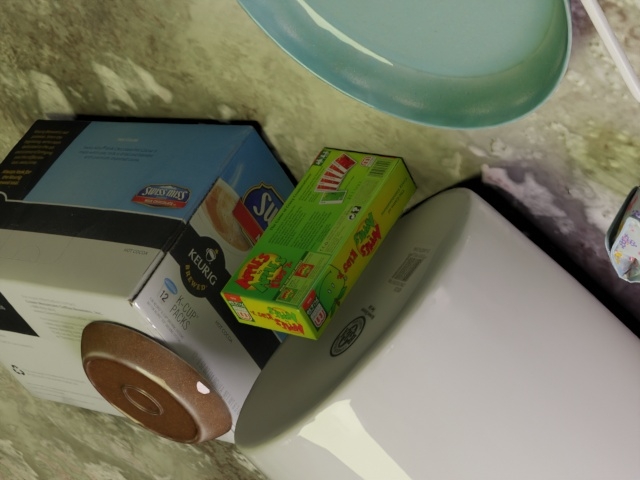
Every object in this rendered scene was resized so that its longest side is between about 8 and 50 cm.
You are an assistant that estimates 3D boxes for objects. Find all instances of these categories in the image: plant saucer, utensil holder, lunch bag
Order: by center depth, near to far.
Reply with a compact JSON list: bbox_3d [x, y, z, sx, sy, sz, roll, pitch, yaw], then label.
[{"bbox_3d":[0.048,-0.209,1.119,0.317,0.044,0.318,26,151,15],"label":"plant saucer"},{"bbox_3d":[0.256,-0.014,1.170,0.053,0.071,0.083,28,153,9],"label":"lunch bag"},{"bbox_3d":[0.161,0.192,1.331,0.385,0.328,0.327,42,152,-11],"label":"utensil holder"},{"bbox_3d":[-0.161,0.141,1.421,0.168,0.029,0.168,25,151,15],"label":"plant saucer"}]

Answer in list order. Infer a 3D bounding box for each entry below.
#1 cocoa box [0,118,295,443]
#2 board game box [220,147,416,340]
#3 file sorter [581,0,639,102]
[{"bbox_3d":[-0.189,0.031,1.554,0.347,0.228,0.231,6,141,42],"label":"cocoa box"},{"bbox_3d":[0.000,0.000,1.350,0.092,0.181,0.043,10,144,39],"label":"board game box"},{"bbox_3d":[0.282,-0.182,0.768,0.277,0.173,0.193,3,140,45],"label":"file sorter"}]
